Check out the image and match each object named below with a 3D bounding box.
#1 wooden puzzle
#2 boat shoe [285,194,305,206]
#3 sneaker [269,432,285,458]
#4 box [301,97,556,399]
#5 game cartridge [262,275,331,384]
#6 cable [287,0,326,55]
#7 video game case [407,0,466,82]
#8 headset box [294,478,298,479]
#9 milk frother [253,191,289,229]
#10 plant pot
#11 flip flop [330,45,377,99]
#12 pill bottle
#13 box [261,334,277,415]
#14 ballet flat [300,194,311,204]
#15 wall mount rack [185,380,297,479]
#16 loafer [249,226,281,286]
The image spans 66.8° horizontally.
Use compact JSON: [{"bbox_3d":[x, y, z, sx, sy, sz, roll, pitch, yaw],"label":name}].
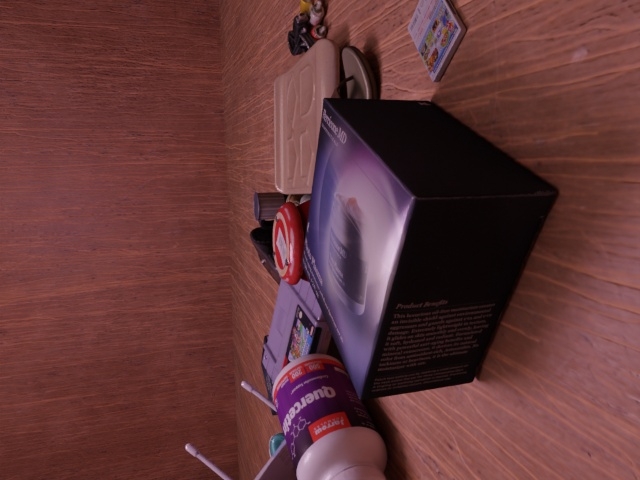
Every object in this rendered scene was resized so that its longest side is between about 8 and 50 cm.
[{"bbox_3d":[-0.024,-0.274,1.173,0.348,0.080,0.322,-169,77,-66],"label":"wooden puzzle"},{"bbox_3d":[-0.062,-0.082,1.285,0.072,0.068,0.190,104,174,-52],"label":"boat shoe"},{"bbox_3d":[-0.085,0.729,1.494,0.110,0.107,0.275,87,162,-66],"label":"sneaker"},{"bbox_3d":[0.103,-0.006,0.660,0.296,0.182,0.294,-118,31,-52],"label":"box"},{"bbox_3d":[-0.061,0.236,1.210,0.230,0.068,0.355,-130,48,-54],"label":"game cartridge"},{"bbox_3d":[-0.031,-0.513,1.226,0.287,0.072,0.140,-149,39,-83],"label":"cable"},{"bbox_3d":[0.162,-0.300,0.690,0.087,0.011,0.122,114,147,-55],"label":"video game case"},{"bbox_3d":[-0.055,0.643,1.041,0.218,0.293,0.110,64,154,26],"label":"headset box"},{"bbox_3d":[-0.115,-0.069,1.396,0.143,0.134,0.129,-125,35,-58],"label":"milk frother"},{"bbox_3d":[0.000,0.000,0.996,0.191,0.174,0.191,178,90,-70],"label":"plant pot"},{"bbox_3d":[0.050,-0.228,0.940,0.112,0.080,0.277,-128,38,-61],"label":"flip flop"},{"bbox_3d":[0.019,0.394,0.992,0.323,0.181,0.182,-126,37,-59],"label":"pill bottle"},{"bbox_3d":[-0.168,0.495,1.795,0.233,0.059,0.183,-111,24,-44],"label":"box"},{"bbox_3d":[-0.021,-0.016,1.233,0.068,0.072,0.213,25,124,36],"label":"ballet flat"},{"bbox_3d":[-0.145,0.541,1.214,0.130,0.350,0.304,-17,114,51],"label":"wall mount rack"},{"bbox_3d":[-0.131,0.055,1.467,0.366,0.133,0.130,-122,24,-63],"label":"loafer"}]
